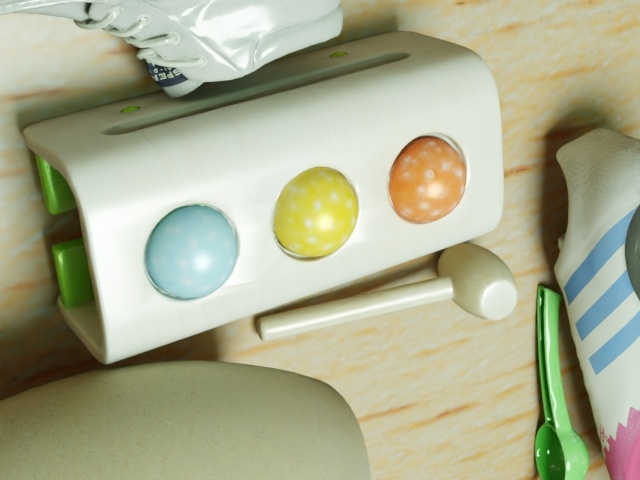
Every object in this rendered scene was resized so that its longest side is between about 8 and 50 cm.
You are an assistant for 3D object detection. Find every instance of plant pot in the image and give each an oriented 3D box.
[{"bbox_3d":[-0.125,0.186,0.740,0.191,0.284,0.284,22,96,-25],"label":"plant pot"}]

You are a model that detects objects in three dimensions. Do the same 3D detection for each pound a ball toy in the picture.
[{"bbox_3d":[0.000,0.000,0.817,0.319,0.136,0.208,-17,116,-24],"label":"pound a ball toy"}]

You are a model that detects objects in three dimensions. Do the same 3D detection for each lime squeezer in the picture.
[{"bbox_3d":[0.149,0.197,1.031,0.110,0.059,0.310,25,95,-36],"label":"lime squeezer"}]

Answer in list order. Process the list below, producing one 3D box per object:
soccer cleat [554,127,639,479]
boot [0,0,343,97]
[{"bbox_3d":[0.244,0.063,0.989,0.116,0.143,0.331,-22,125,-18],"label":"soccer cleat"},{"bbox_3d":[-0.099,-0.133,0.734,0.258,0.095,0.123,-18,122,-19],"label":"boot"}]
